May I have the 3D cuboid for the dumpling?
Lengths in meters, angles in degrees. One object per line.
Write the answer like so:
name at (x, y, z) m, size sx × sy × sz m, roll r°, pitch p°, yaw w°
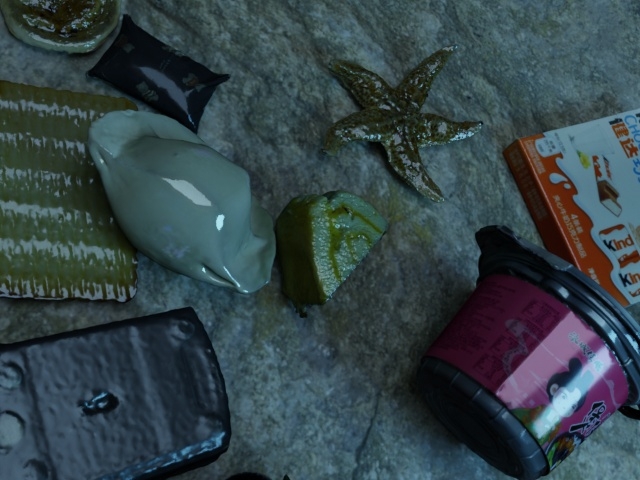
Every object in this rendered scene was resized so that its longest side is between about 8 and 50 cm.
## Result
dumpling at (-0.145, -0.055, 0.971) m, size 0.252 × 0.131 × 0.179 m, roll 39°, pitch 37°, yaw -13°

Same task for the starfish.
starfish at (0.109, -0.159, 1.156) m, size 0.236 × 0.062 × 0.277 m, roll 49°, pitch 58°, yaw 0°

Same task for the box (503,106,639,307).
box at (0.425, -0.045, 1.252) m, size 0.265 × 0.048 × 0.273 m, roll -17°, pitch 77°, yaw -28°

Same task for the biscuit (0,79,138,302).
biscuit at (-0.287, -0.052, 0.963) m, size 0.172 × 0.029 × 0.254 m, roll 6°, pitch 67°, yaw -22°

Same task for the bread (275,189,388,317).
bread at (-0.004, 0.002, 1.018) m, size 0.110 × 0.103 × 0.156 m, roll 47°, pitch 50°, yaw -10°

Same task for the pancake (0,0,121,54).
pancake at (-0.310, -0.288, 1.048) m, size 0.152 × 0.025 × 0.151 m, roll 9°, pitch 65°, yaw -20°

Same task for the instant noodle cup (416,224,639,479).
instant noodle cup at (0.228, 0.152, 0.996) m, size 0.181 × 0.258 × 0.302 m, roll -43°, pitch 90°, yaw -15°

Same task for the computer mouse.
computer mouse at (-0.224, 0.169, 0.861) m, size 0.269 × 0.100 × 0.170 m, roll -9°, pitch 78°, yaw -31°

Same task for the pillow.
pillow at (-0.193, -0.199, 1.050) m, size 0.150 × 0.048 × 0.090 m, roll 29°, pitch 55°, yaw -8°

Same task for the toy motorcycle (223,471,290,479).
toy motorcycle at (-0.118, 0.334, 0.805) m, size 0.275 × 0.124 × 0.187 m, roll -32°, pitch 50°, yaw -14°
